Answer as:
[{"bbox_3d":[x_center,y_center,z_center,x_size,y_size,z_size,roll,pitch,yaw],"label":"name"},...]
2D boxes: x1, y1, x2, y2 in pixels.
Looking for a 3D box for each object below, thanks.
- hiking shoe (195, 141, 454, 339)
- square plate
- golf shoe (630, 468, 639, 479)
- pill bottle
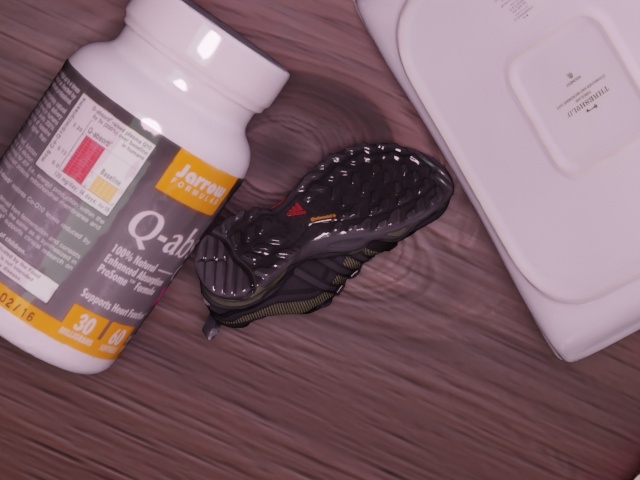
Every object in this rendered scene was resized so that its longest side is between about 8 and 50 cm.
[{"bbox_3d":[0.000,0.000,1.341,0.227,0.114,0.086,-23,66,-19],"label":"hiking shoe"},{"bbox_3d":[0.194,-0.108,1.203,0.347,0.049,0.344,-33,85,47],"label":"square plate"},{"bbox_3d":[0.300,0.198,1.348,0.105,0.120,0.273,41,95,-4],"label":"golf shoe"},{"bbox_3d":[-0.154,-0.050,1.288,0.162,0.162,0.278,35,97,-5],"label":"pill bottle"}]
